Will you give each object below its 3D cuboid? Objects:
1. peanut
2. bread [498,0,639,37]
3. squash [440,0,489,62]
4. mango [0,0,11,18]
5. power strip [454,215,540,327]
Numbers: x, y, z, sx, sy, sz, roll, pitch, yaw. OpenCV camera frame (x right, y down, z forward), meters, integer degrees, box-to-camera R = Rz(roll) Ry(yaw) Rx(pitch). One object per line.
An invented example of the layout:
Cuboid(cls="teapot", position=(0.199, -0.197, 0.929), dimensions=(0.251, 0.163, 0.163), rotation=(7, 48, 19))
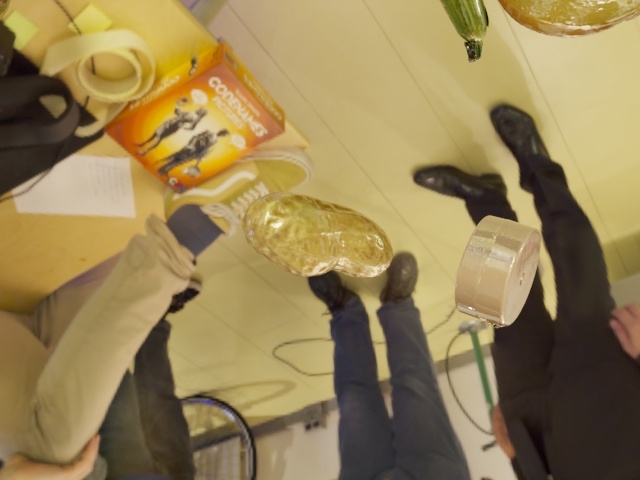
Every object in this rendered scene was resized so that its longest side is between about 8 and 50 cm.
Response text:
Cuboid(cls="peanut", position=(0.000, 0.000, 0.949), dimensions=(0.226, 0.108, 0.095), rotation=(12, 154, -30))
Cuboid(cls="bread", position=(0.291, -0.370, 0.783), dimensions=(0.270, 0.269, 0.148), rotation=(-1, 176, -5))
Cuboid(cls="squash", position=(0.217, -0.460, 1.228), dimensions=(0.080, 0.071, 0.318), rotation=(-39, 116, -3))
Cuboid(cls="mango", position=(-0.543, -0.454, 1.102), dimensions=(0.111, 0.133, 0.267), rotation=(-32, 161, -24))
Cuboid(cls="power strip", position=(0.254, 0.046, 1.015), dimensions=(0.078, 0.154, 0.154), rotation=(19, 148, 27))
